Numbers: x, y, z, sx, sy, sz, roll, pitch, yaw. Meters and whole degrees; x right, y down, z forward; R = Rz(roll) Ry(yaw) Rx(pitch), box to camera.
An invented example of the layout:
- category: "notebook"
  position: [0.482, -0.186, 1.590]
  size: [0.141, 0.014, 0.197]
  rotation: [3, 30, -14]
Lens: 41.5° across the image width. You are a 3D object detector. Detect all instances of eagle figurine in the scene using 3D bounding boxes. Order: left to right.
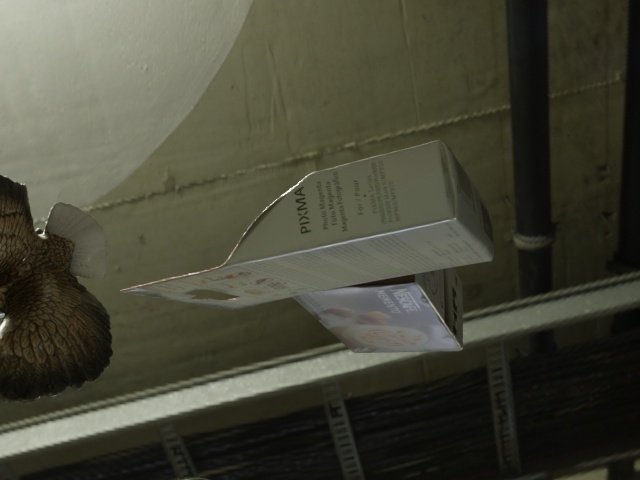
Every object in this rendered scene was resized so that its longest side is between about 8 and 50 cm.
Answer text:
- category: "eagle figurine"
  position: [-0.338, 0.047, 0.919]
  size: [0.226, 0.298, 0.225]
  rotation: [12, -98, -22]

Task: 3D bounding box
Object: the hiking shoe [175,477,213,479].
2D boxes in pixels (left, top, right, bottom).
- category: "hiking shoe"
  position: [-0.114, 0.238, 0.665]
  size: [0.227, 0.114, 0.086]
  rotation: [14, -99, -43]

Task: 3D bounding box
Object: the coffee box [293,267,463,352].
- category: "coffee box"
  position: [0.066, 0.046, 0.928]
  size: [0.141, 0.098, 0.246]
  rotation: [-4, -24, 18]

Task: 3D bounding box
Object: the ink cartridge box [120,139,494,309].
- category: "ink cartridge box"
  position: [0.000, 0.000, 0.618]
  size: [0.232, 0.066, 0.189]
  rotation: [-8, -11, 17]
